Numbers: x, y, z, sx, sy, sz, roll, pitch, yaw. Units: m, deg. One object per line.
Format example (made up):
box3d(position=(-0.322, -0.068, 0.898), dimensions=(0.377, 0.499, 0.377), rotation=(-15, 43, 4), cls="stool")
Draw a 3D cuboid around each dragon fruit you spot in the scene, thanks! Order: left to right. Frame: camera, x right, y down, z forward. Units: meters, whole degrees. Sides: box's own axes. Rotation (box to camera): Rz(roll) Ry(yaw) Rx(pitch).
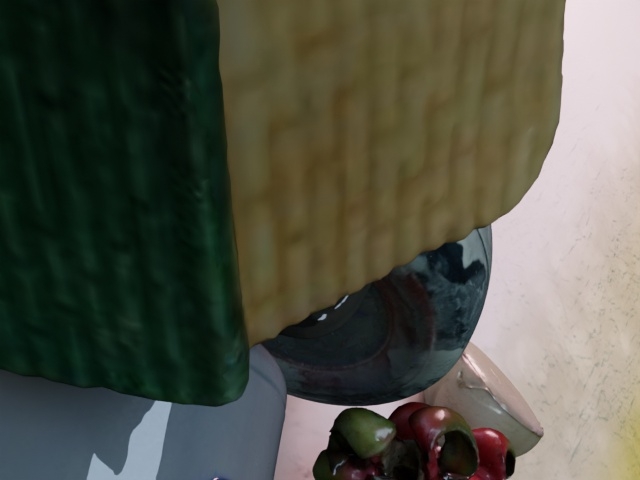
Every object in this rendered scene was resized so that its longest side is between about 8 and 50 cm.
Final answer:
box3d(position=(0.086, 0.232, 0.768), dimensions=(0.198, 0.218, 0.273), rotation=(-56, 142, -73), cls="dragon fruit")

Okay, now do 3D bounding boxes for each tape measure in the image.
box3d(position=(0.000, 0.000, 0.743), dimensions=(0.275, 0.256, 0.147), rotation=(43, 44, -17), cls="tape measure")

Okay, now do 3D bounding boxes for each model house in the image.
box3d(position=(-0.089, -0.155, 0.391), dimensions=(0.342, 0.334, 0.382), rotation=(-27, 131, -27), cls="model house")

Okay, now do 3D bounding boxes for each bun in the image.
box3d(position=(0.149, 0.170, 0.949), dimensions=(0.138, 0.094, 0.138), rotation=(43, 13, -12), cls="bun")

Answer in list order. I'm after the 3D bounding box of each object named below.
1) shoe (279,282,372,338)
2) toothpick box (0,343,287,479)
box3d(position=(-0.062, -0.008, 0.602), dimensions=(0.108, 0.241, 0.093), rotation=(-51, 149, -22), cls="shoe")
box3d(position=(-0.145, 0.216, 0.503), dimensions=(0.263, 0.263, 0.355), rotation=(30, 55, -34), cls="toothpick box")
